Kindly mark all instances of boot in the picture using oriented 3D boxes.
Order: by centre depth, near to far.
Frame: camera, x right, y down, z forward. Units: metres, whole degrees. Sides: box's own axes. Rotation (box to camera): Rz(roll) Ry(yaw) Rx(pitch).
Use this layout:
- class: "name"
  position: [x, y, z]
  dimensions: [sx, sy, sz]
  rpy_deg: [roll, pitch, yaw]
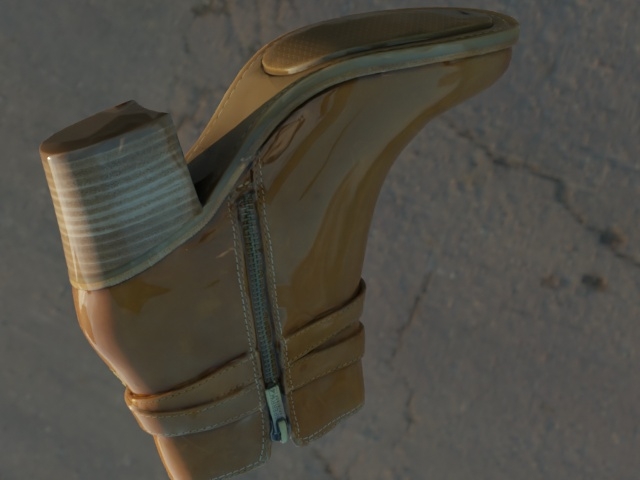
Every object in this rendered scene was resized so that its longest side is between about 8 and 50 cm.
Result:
- class: "boot"
  position: [0.000, 0.000, 0.596]
  dimensions: [0.197, 0.073, 0.152]
  rpy_deg: [-21, 112, -9]
